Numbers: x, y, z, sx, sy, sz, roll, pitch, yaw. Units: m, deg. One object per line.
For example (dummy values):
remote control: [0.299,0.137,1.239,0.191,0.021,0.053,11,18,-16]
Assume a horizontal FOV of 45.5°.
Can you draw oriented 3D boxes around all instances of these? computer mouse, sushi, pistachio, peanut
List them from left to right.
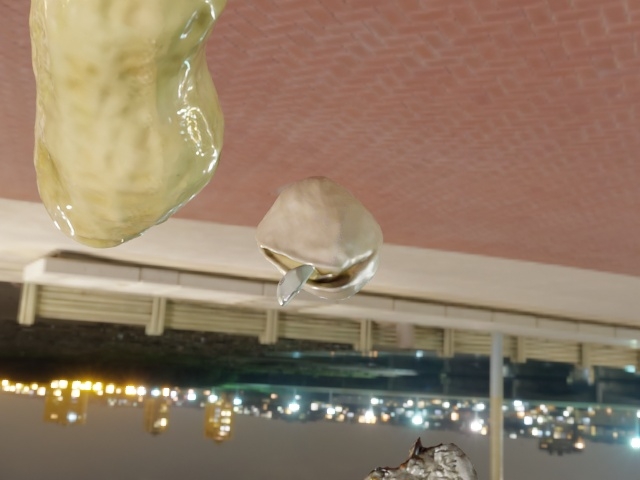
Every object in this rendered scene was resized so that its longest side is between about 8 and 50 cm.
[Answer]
peanut: [-0.134,-0.108,0.556,0.148,0.147,0.318,7,140,-18]
computer mouse: [-0.041,0.061,1.148,0.032,0.056,0.110,40,-161,-1]
pistachio: [0.000,0.000,1.390,0.226,0.207,0.332,-5,-154,-14]
sushi: [0.152,0.421,1.269,0.213,0.147,0.115,-24,147,-13]
